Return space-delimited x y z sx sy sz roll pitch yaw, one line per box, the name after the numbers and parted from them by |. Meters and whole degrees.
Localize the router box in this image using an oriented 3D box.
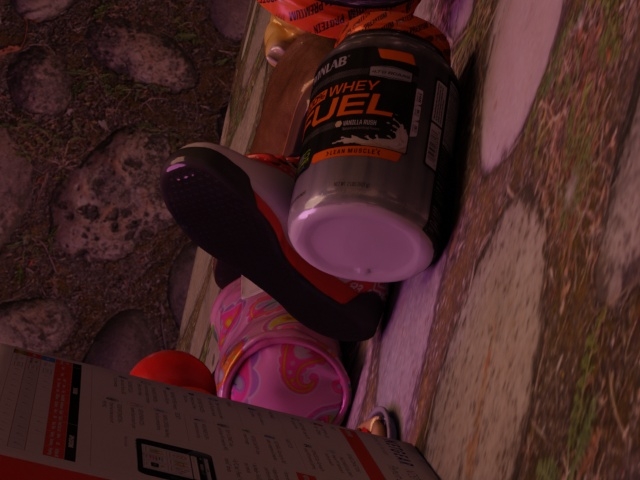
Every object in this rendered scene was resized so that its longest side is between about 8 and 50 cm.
-0.070 0.161 1.217 0.335 0.301 0.082 -133 57 -82 | router box

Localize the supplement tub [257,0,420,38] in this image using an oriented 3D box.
0.050 -0.345 1.634 0.207 0.207 0.338 -84 11 -49 | supplement tub

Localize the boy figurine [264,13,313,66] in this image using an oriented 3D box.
0.001 -0.249 2.207 0.177 0.092 0.285 -48 -3 -17 | boy figurine

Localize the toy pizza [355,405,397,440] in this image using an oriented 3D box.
0.015 0.221 1.502 0.201 0.032 0.201 -166 90 -83 | toy pizza

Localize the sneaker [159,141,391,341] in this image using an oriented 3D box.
-0.024 -0.042 1.591 0.090 0.270 0.145 -4 58 36 | sneaker

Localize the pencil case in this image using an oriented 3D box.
-0.038 0.107 1.820 0.284 0.124 0.124 -110 35 -78 | pencil case

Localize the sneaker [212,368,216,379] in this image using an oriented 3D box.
-0.076 0.189 2.016 0.268 0.101 0.153 -76 4 -50 | sneaker

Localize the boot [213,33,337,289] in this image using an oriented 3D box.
-0.032 -0.074 2.004 0.305 0.112 0.115 -62 35 35 | boot

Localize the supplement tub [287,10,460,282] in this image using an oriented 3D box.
0.044 -0.074 1.516 0.117 0.117 0.190 115 166 -57 | supplement tub

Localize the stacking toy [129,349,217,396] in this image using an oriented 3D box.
-0.111 0.208 1.781 0.330 0.141 0.141 -121 43 -59 | stacking toy

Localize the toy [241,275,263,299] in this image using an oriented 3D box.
0.000 0.000 1.837 0.237 0.137 0.056 -95 -21 -67 | toy
